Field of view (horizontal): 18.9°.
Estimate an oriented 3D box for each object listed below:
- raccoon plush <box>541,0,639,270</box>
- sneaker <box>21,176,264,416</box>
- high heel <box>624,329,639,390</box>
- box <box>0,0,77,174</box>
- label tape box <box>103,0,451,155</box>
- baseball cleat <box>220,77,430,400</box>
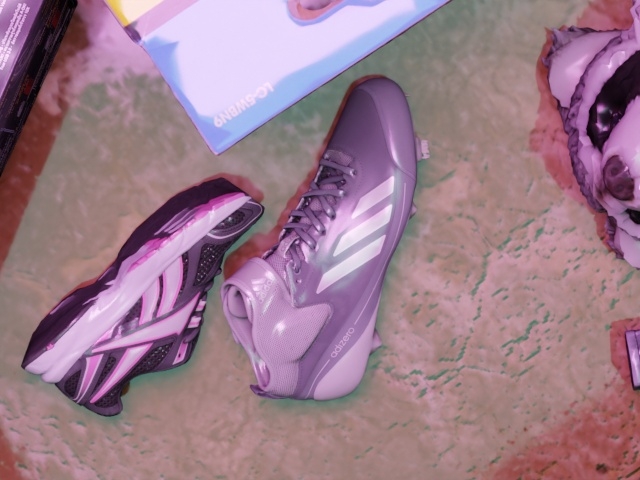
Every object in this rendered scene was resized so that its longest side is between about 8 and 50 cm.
[{"bbox_3d":[0.357,-0.091,1.169,0.446,0.299,0.216,-3,81,-33],"label":"raccoon plush"},{"bbox_3d":[-0.098,0.037,1.194,0.178,0.072,0.077,-41,110,10],"label":"sneaker"},{"bbox_3d":[0.305,0.162,1.199,0.186,0.093,0.261,-11,88,6],"label":"high heel"},{"bbox_3d":[-0.232,-0.019,1.074,0.077,0.242,0.307,24,91,-5],"label":"box"},{"bbox_3d":[-0.049,-0.248,0.981,0.241,0.106,0.333,-33,97,3],"label":"label tape box"},{"bbox_3d":[0.000,0.000,1.170,0.109,0.072,0.205,3,98,-34],"label":"baseball cleat"}]
